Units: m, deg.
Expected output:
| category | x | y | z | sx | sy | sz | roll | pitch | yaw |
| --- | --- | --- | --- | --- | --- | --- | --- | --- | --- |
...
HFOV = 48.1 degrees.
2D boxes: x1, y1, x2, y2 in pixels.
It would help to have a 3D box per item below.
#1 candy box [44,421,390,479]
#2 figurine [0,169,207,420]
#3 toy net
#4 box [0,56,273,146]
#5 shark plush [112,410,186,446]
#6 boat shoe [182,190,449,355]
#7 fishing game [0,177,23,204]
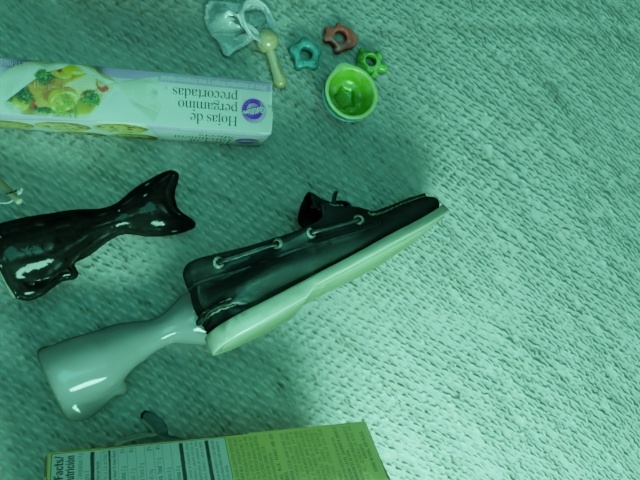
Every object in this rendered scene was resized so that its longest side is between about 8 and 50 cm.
| category | x | y | z | sx | sy | sz | roll | pitch | yaw |
| --- | --- | --- | --- | --- | --- | --- | --- | --- | --- |
| candy box | -0.105 | 0.286 | 0.718 | 0.317 | 0.087 | 0.182 | -2 | 124 | -18 |
| figurine | -0.210 | 0.051 | 0.762 | 0.209 | 0.092 | 0.214 | -24 | 92 | -22 |
| toy net | -0.026 | -0.239 | 0.867 | 0.232 | 0.045 | 0.122 | 30 | 77 | -12 |
| box | -0.216 | -0.150 | 0.788 | 0.324 | 0.067 | 0.063 | 2 | 85 | -18 |
| shark plush | -0.147 | 0.248 | 0.766 | 0.161 | 0.067 | 0.073 | 33 | 76 | -11 |
| boat shoe | -0.002 | 0.002 | 0.807 | 0.340 | 0.127 | 0.113 | -29 | 79 | -25 |
| fishing game | -0.421 | 0.010 | 0.695 | 0.189 | 0.041 | 0.264 | 36 | 85 | 14 |
